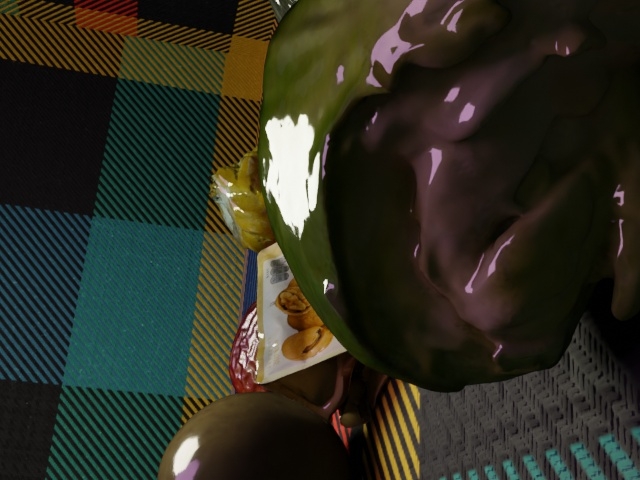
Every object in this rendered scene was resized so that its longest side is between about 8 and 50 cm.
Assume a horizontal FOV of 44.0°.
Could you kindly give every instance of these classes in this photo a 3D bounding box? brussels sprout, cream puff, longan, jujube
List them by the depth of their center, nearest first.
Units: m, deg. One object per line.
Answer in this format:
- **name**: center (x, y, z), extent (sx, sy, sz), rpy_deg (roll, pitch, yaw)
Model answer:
- **brussels sprout**: center (0.097, -0.084, 0.589), extent (0.315, 0.276, 0.371), rpy_deg (-99, 20, -48)
- **longan**: center (-0.091, 0.377, 1.205), extent (0.319, 0.319, 0.319), rpy_deg (-172, 90, -80)
- **jujube**: center (-0.116, 0.251, 1.769), extent (0.183, 0.183, 0.243), rpy_deg (-144, 62, -78)
- **cream puff**: center (-0.128, -0.108, 2.047), extent (0.274, 0.270, 0.323), rpy_deg (64, 171, -3)

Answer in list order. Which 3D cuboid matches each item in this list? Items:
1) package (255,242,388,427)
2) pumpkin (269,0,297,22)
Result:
- **package**: center (0.029, 0.122, 1.248), extent (0.165, 0.221, 0.311), rpy_deg (56, -164, -37)
- **pumpkin**: center (0.073, -0.326, 0.886), extent (0.327, 0.291, 0.257), rpy_deg (-85, -16, -80)
